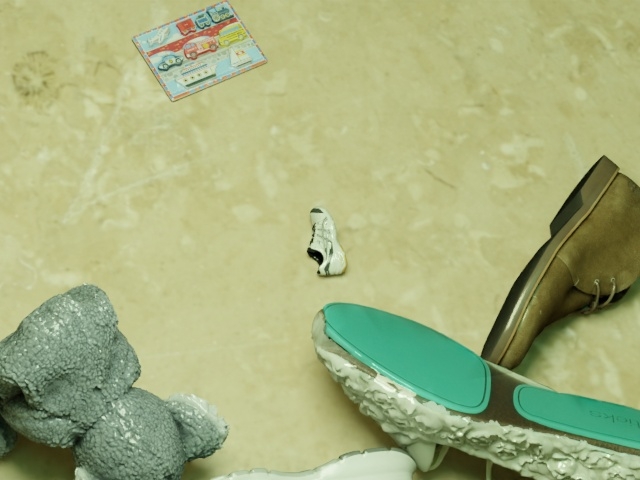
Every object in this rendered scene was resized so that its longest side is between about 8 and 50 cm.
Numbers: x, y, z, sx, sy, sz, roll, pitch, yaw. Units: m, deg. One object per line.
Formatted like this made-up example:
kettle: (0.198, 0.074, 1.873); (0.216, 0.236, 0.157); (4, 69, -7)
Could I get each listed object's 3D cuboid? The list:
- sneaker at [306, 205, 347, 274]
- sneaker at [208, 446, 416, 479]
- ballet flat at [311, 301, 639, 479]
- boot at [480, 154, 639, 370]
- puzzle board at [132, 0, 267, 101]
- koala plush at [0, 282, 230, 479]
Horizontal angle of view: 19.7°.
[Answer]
sneaker: (0.000, 0.000, 2.004); (0.037, 0.032, 0.083); (-13, 63, -17)
sneaker: (-0.034, 0.287, 1.794); (0.297, 0.111, 0.129); (-10, 68, -14)
ballet flat: (0.168, 0.196, 1.865); (0.409, 0.147, 0.147); (21, 59, 3)
boot: (0.278, 0.042, 1.994); (0.115, 0.112, 0.305); (39, 59, 0)
puzzle board: (-0.138, -0.220, 2.117); (0.128, 0.011, 0.096); (-25, 68, -22)
koala plush: (-0.216, 0.170, 1.791); (0.196, 0.203, 0.221); (-39, 85, -26)
